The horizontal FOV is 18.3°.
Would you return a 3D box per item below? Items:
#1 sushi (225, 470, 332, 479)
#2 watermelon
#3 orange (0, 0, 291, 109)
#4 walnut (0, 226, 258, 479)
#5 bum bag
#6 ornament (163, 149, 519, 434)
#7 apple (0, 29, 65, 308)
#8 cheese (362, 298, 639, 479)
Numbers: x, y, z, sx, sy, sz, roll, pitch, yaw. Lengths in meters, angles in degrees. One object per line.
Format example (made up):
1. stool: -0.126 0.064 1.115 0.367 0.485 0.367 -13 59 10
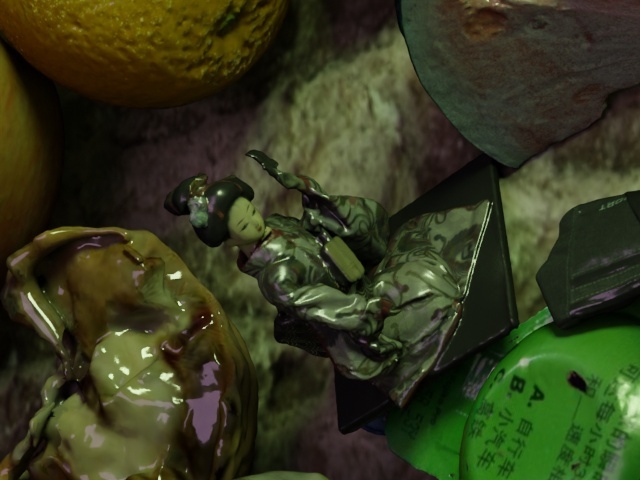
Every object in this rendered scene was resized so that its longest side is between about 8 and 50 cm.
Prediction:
1. sushi: -0.043 0.314 1.224 0.294 0.299 0.281 -59 41 19
2. watermelon: 0.149 -0.163 1.287 0.202 0.136 0.207 24 70 -1
3. orange: -0.128 -0.202 1.391 0.236 0.236 0.236 -4 83 36
4. walnut: -0.126 0.113 1.406 0.204 0.141 0.238 5 87 25
5. bum bag: 0.223 -0.003 1.190 0.197 0.049 0.087 -18 49 21
6. ornament: 0.000 0.000 1.253 0.153 0.196 0.166 -37 39 30
7. apple: -0.375 -0.084 1.469 0.346 0.391 0.391 -37 64 16
8. cheese: 0.128 0.116 1.244 0.320 0.083 0.204 23 89 50
